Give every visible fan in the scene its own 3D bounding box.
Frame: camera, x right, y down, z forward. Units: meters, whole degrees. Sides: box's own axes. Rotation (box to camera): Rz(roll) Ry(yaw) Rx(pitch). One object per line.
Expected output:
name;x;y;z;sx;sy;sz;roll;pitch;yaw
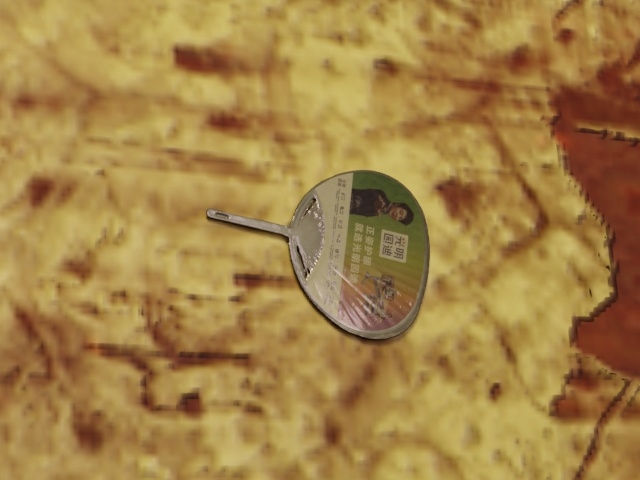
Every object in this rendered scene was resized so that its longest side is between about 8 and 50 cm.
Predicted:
fan;0.007;-0.004;0.562;0.080;0.003;0.060;40;61;-8
